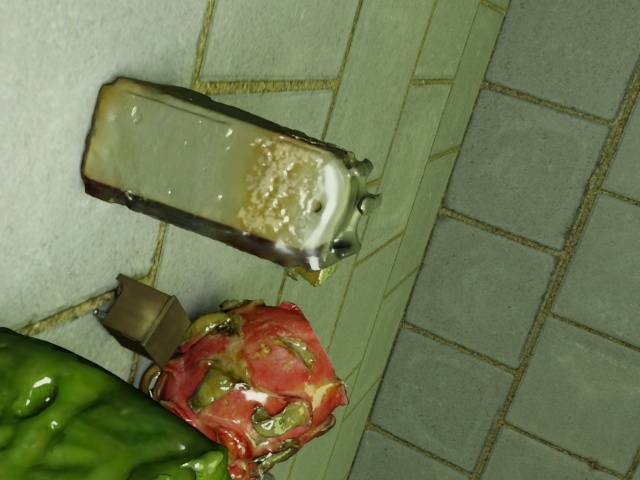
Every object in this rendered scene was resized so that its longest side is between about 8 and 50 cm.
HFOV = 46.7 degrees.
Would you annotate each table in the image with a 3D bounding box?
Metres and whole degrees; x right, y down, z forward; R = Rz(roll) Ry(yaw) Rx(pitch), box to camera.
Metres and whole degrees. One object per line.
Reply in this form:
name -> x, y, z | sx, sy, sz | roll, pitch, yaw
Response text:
table -> -0.216, 0.097, 0.895 | 0.070, 0.082, 0.083 | -61, 162, -23

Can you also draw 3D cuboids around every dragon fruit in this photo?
dragon fruit -> -0.127, 0.226, 1.086 | 0.291, 0.269, 0.250 | -28, 161, -10

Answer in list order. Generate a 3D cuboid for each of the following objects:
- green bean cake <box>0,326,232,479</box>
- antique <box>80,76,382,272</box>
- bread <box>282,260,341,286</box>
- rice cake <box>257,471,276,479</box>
green bean cake -> -0.258, 0.240, 0.554 | 0.335, 0.319, 0.218 | -55, 157, -47
antique -> -0.082, -0.066, 0.762 | 0.150, 0.284, 0.125 | -22, 132, -69
bread -> -0.002, 0.002, 1.411 | 0.156, 0.103, 0.110 | -58, 167, -51
rice cake -> -0.190, 0.583, 1.620 | 0.070, 0.064, 0.399 | -64, 164, 6
